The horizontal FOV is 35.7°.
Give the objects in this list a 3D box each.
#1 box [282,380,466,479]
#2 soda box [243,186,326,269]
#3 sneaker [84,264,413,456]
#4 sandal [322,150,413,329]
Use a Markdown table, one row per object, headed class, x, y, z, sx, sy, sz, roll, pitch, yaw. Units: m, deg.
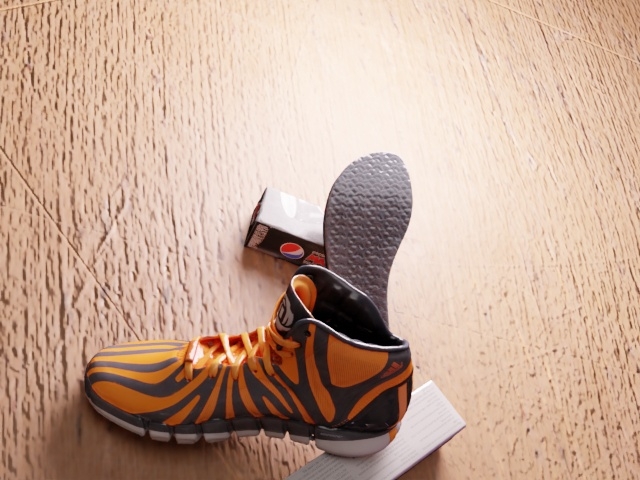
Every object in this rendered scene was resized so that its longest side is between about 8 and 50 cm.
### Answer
| class | x | y | z | sx | sy | sz | roll | pitch | yaw |
| --- | --- | --- | --- | --- | --- | --- | --- | --- | --- |
| box | 0.012 | 0.248 | 0.998 | 0.324 | 0.063 | 0.067 | -28 | 72 | -36 |
| soda box | 0.000 | 0.000 | 1.176 | 0.169 | 0.053 | 0.060 | 21 | 51 | -10 |
| sneaker | -0.067 | 0.101 | 0.959 | 0.321 | 0.180 | 0.124 | 4 | 39 | -4 |
| sandal | 0.043 | 0.024 | 1.124 | 0.097 | 0.054 | 0.254 | 10 | 87 | -5 |
